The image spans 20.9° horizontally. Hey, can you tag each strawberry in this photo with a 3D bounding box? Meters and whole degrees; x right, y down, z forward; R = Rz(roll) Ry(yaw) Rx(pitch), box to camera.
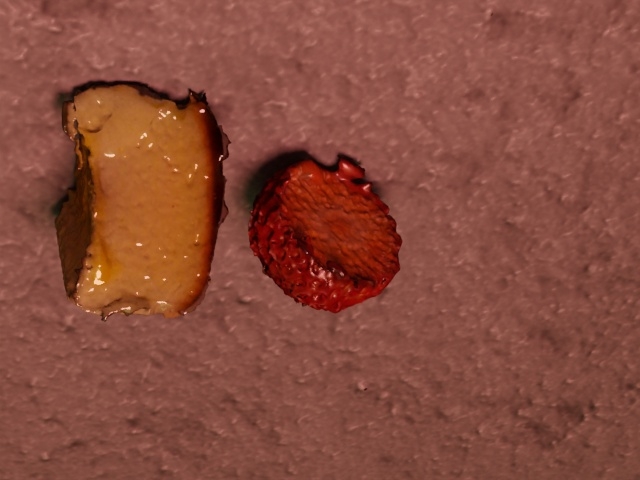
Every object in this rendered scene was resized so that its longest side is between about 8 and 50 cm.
[{"bbox_3d":[0.000,0.000,1.483,0.145,0.145,0.086,27,136,-36],"label":"strawberry"}]

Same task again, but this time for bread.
[{"bbox_3d":[-0.146,-0.038,1.413,0.140,0.169,0.160,4,120,-17],"label":"bread"}]
